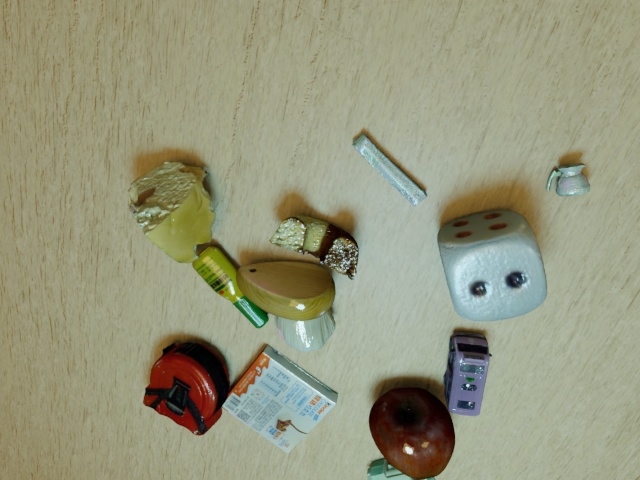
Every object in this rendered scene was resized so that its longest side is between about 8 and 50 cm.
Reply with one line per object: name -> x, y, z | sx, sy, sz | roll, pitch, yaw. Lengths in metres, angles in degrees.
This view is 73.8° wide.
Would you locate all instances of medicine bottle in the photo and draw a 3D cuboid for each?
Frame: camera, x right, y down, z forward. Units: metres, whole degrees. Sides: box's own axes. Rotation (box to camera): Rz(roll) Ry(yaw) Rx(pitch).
medicine bottle -> -0.237, 0.131, 1.160 | 0.095, 0.064, 0.260 | -35, 102, 21

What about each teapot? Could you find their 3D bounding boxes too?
teapot -> 0.525, -0.129, 0.908 | 0.083, 0.064, 0.064 | -1, 106, 46

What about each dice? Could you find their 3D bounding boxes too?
dice -> 0.369, 0.052, 0.935 | 0.191, 0.193, 0.194 | -14, 109, 15

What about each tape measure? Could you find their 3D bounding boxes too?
tape measure -> -0.395, 0.428, 1.263 | 0.253, 0.114, 0.261 | 23, 111, 15

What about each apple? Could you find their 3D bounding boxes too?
apple -> 0.247, 0.508, 1.127 | 0.233, 0.234, 0.234 | 4, 112, 10

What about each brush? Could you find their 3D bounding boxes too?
brush -> -0.091, 0.155, 1.091 | 0.266, 0.174, 0.166 | 13, 123, 15

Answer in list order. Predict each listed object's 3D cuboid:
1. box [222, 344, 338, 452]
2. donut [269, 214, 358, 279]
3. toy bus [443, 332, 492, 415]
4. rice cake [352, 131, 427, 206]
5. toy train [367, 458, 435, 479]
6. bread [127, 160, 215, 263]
box -> -0.129, 0.483, 1.283 | 0.265, 0.048, 0.273 | 37, 113, -3
donut -> -0.002, 0.000, 1.024 | 0.217, 0.141, 0.085 | 21, 104, 2
toy bus -> 0.373, 0.342, 1.092 | 0.096, 0.108, 0.199 | 4, 112, 10
rice cake -> 0.158, -0.162, 0.979 | 0.211, 0.034, 0.043 | 42, 110, -6
toy train -> 0.242, 0.718, 1.285 | 0.194, 0.081, 0.125 | -26, 100, 21
bread -> -0.347, -0.077, 1.068 | 0.211, 0.224, 0.183 | -43, 65, -15
